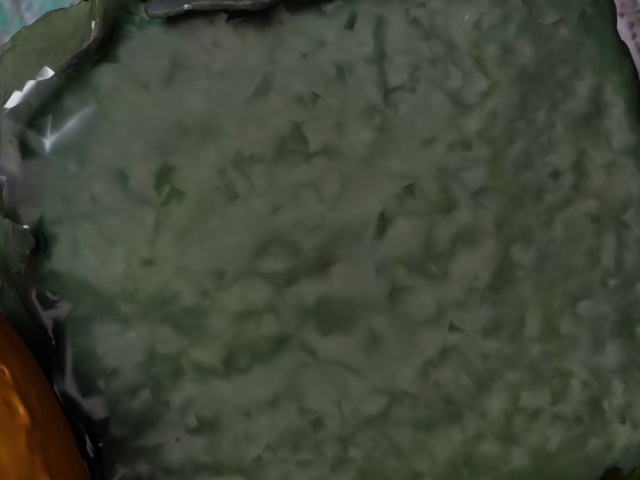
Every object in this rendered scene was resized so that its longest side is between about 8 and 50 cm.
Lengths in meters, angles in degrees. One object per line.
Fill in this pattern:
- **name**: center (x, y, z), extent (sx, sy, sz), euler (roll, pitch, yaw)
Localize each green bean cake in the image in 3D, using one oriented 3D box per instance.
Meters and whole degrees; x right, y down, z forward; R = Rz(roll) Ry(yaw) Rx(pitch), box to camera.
- **green bean cake**: center (0.000, 0.000, 0.537), extent (0.227, 0.125, 0.222), euler (-18, 106, -14)

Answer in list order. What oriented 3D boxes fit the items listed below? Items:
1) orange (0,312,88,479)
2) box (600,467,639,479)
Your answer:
- **orange**: center (-0.200, 0.108, 0.420), extent (0.284, 0.226, 0.283), euler (1, 88, -42)
- **box**: center (0.267, 0.133, 0.690), extent (0.311, 0.043, 0.173), euler (25, 90, -21)
